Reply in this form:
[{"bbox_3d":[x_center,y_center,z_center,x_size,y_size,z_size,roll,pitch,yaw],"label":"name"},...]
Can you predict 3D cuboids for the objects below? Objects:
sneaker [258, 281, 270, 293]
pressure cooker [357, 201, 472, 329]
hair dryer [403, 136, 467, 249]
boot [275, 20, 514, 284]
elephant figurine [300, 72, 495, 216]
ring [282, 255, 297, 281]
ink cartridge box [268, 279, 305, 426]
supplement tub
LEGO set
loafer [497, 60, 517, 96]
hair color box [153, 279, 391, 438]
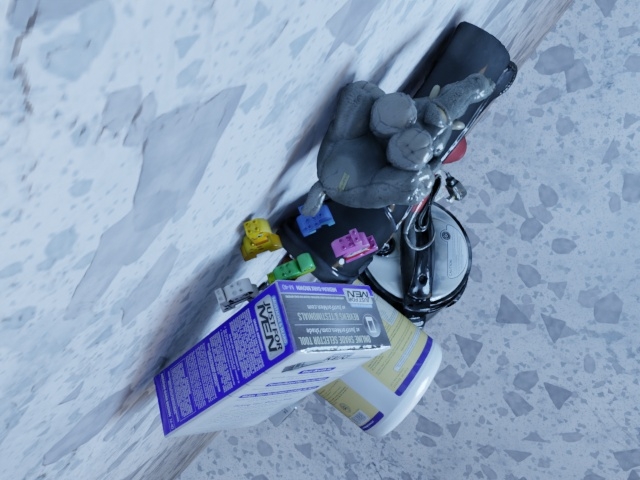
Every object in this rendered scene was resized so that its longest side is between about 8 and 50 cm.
[{"bbox_3d":[-0.110,0.120,1.207,0.040,0.043,0.109,-43,169,-29],"label":"sneaker"},{"bbox_3d":[0.250,0.075,1.833,0.375,0.370,0.420,-36,167,-20],"label":"pressure cooker"},{"bbox_3d":[0.235,-0.139,1.254,0.224,0.080,0.294,-50,132,-31],"label":"hair dryer"},{"bbox_3d":[0.138,-0.142,0.975,0.445,0.146,0.367,-50,174,11],"label":"boot"},{"bbox_3d":[0.107,-0.129,0.796,0.239,0.185,0.170,-36,132,-58],"label":"elephant figurine"},{"bbox_3d":[0.000,0.000,1.306,0.337,0.032,0.336,-48,171,-10],"label":"ring"},{"bbox_3d":[-0.074,0.251,1.424,0.289,0.211,0.122,-41,170,-43],"label":"ink cartridge box"},{"bbox_3d":[0.058,0.217,1.272,0.241,0.331,0.241,-51,176,-5],"label":"supplement tub"},{"bbox_3d":[-0.049,0.006,0.790,0.227,0.087,0.093,-23,162,1],"label":"LEGO set"},{"bbox_3d":[0.466,-0.435,1.747,0.220,0.080,0.078,-43,-161,24],"label":"loafer"},{"bbox_3d":[-0.083,0.183,0.903,0.185,0.110,0.338,7,146,-44],"label":"hair color box"}]
